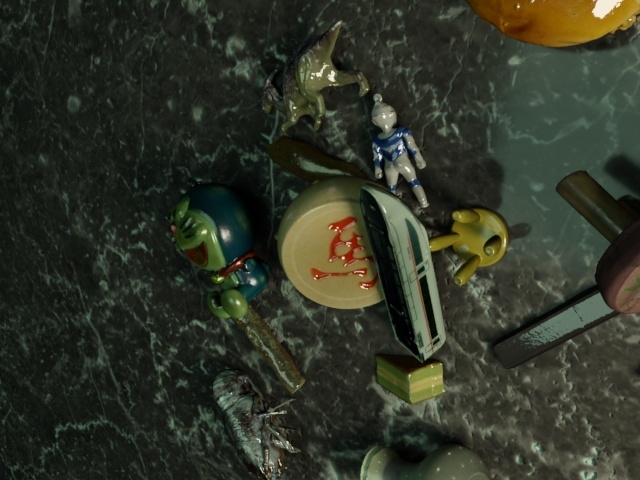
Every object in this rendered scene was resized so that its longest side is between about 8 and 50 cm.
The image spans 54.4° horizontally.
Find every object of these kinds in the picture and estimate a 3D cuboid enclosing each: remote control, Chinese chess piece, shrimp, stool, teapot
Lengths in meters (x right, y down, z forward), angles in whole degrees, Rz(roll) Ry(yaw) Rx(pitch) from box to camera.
[{"bbox_3d":[0.412,0.153,1.093,0.245,0.025,0.063,-41,73,34],"label":"remote control"},{"bbox_3d":[0.049,0.007,1.191,0.273,0.102,0.274,2,122,3],"label":"Chinese chess piece"},{"bbox_3d":[-0.131,0.452,1.474,0.372,0.137,0.172,50,120,16],"label":"shrimp"},{"bbox_3d":[0.482,-0.037,0.855,0.272,0.272,0.179,-44,49,34],"label":"stool"},{"bbox_3d":[0.263,0.003,1.109,0.134,0.110,0.135,4,104,34],"label":"stool"},{"bbox_3d":[0.203,0.483,1.236,0.250,0.183,0.184,-3,99,47],"label":"teapot"}]

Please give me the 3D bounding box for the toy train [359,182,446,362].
[{"bbox_3d":[0.152,0.048,1.088,0.086,0.088,0.407,41,158,45],"label":"toy train"}]

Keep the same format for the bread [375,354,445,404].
[{"bbox_3d":[0.181,0.276,1.291,0.139,0.084,0.074,-169,70,-65],"label":"bread"}]

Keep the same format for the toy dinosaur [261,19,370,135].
[{"bbox_3d":[-0.027,-0.313,1.257,0.294,0.077,0.162,-28,83,37],"label":"toy dinosaur"}]

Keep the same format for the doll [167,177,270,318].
[{"bbox_3d":[-0.224,0.007,1.409,0.198,0.186,0.322,-5,112,55],"label":"doll"}]

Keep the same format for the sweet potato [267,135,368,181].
[{"bbox_3d":[-0.014,-0.159,1.287,0.243,0.077,0.077,25,114,29],"label":"sweet potato"}]

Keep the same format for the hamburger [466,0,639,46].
[{"bbox_3d":[0.352,-0.436,0.910,0.314,0.170,0.290,32,124,24],"label":"hamburger"}]

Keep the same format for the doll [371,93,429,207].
[{"bbox_3d":[0.145,-0.170,1.187,0.113,0.057,0.228,-5,107,42],"label":"doll"}]

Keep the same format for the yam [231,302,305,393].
[{"bbox_3d":[-0.133,0.238,1.472,0.274,0.061,0.061,50,124,13],"label":"yam"}]
